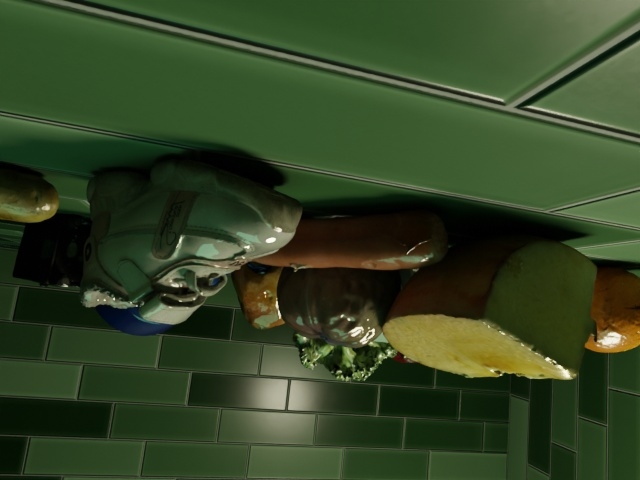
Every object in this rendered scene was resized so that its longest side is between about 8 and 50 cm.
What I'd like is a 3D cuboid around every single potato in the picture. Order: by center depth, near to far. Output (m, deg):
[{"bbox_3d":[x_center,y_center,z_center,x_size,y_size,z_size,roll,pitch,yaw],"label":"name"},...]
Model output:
[{"bbox_3d":[-0.484,-0.072,0.658,0.171,0.079,0.107,9,-177,-27],"label":"potato"}]

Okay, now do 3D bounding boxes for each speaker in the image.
[{"bbox_3d":[-0.634,0.044,1.184,0.254,0.184,0.232,2,170,38],"label":"speaker"}]

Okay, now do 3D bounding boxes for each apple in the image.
[{"bbox_3d":[0.269,0.123,0.762,0.314,0.252,0.309,-18,180,-27],"label":"apple"}]

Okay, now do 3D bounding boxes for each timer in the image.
[{"bbox_3d":[-0.333,0.067,1.016,0.270,0.270,0.384,14,157,-41],"label":"timer"}]

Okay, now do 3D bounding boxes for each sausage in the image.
[{"bbox_3d":[0.000,0.000,0.730,0.419,0.094,0.094,1,131,36],"label":"sausage"}]

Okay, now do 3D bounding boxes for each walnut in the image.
[{"bbox_3d":[0.036,0.094,0.890,0.249,0.248,0.248,6,171,1],"label":"walnut"}]

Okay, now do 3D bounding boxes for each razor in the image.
[{"bbox_3d":[-0.195,0.028,1.030,0.093,0.056,0.324,-33,-160,-21],"label":"razor"}]

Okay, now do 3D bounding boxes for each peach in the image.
[{"bbox_3d":[-0.148,0.128,1.236,0.214,0.235,0.214,-2,166,-1],"label":"peach"}]

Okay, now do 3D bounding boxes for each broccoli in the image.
[{"bbox_3d":[0.066,0.260,1.262,0.288,0.259,0.235,-21,-146,-9],"label":"broccoli"}]

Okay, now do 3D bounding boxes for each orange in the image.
[{"bbox_3d":[0.620,0.149,0.958,0.161,0.193,0.193,4,172,-9],"label":"orange"}]

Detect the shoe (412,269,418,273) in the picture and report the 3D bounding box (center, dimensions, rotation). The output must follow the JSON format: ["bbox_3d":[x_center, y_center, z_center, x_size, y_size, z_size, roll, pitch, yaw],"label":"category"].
[{"bbox_3d":[0.293,0.100,1.280,0.143,0.063,0.071,12,169,-19],"label":"shoe"}]

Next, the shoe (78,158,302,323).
[{"bbox_3d":[-0.181,0.013,0.597,0.351,0.198,0.172,1,172,37],"label":"shoe"}]

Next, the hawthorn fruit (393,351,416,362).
[{"bbox_3d":[0.280,0.244,1.446,0.295,0.311,0.295,-9,158,-4],"label":"hawthorn fruit"}]

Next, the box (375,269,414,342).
[{"bbox_3d":[0.122,0.133,1.124,0.225,0.117,0.225,7,-150,-3],"label":"box"}]
